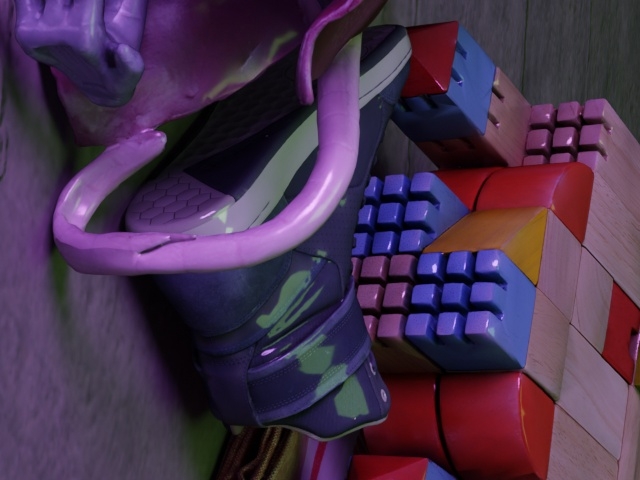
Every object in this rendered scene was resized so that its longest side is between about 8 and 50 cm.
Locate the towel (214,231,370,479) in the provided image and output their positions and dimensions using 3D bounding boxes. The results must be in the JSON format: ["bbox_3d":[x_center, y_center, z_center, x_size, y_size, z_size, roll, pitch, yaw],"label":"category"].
[{"bbox_3d":[0.029,0.153,1.067,0.329,0.037,0.237,68,32,-45],"label":"towel"}]

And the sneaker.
[{"bbox_3d":[-0.002,0.000,0.890,0.226,0.086,0.163,-50,127,-43],"label":"sneaker"}]

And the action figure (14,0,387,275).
[{"bbox_3d":[0.039,-0.166,0.788,0.370,0.248,0.276,-40,129,-58],"label":"action figure"}]

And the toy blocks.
[{"bbox_3d":[0.103,0.054,1.005,0.261,0.191,0.381,40,54,-49],"label":"toy blocks"}]
